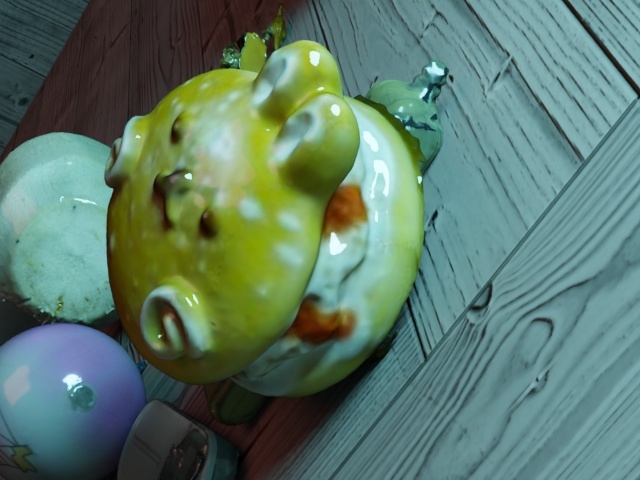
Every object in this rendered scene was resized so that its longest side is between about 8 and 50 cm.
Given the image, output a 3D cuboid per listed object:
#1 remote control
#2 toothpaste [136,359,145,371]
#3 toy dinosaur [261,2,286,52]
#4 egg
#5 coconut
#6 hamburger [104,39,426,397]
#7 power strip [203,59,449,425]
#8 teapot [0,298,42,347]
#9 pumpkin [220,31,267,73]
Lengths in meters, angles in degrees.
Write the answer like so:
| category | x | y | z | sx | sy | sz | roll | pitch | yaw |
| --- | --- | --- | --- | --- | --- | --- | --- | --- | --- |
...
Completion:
| category | x | y | z | sx | sy | sz | roll | pitch | yaw |
| --- | --- | --- | --- | --- | --- | --- | --- | --- | --- |
| remote control | -0.143 | 0.219 | 1.220 | 0.104 | 0.052 | 0.247 | -67 | 22 | -5 |
| toothpaste | -0.241 | 0.172 | 1.545 | 0.083 | 0.019 | 0.027 | -38 | 15 | 40 |
| toy dinosaur | -0.058 | -0.261 | 1.610 | 0.041 | 0.026 | 0.113 | -45 | 31 | 47 |
| egg | -0.305 | 0.191 | 1.425 | 0.271 | 0.196 | 0.196 | -10 | 55 | 53 |
| coconut | -0.325 | -0.012 | 1.640 | 0.245 | 0.245 | 0.247 | -59 | 22 | 11 |
| hamburger | -0.050 | -0.018 | 1.003 | 0.302 | 0.186 | 0.261 | -28 | 60 | 37 |
| power strip | 0.000 | 0.000 | 1.131 | 0.387 | 0.066 | 0.092 | -56 | 25 | 17 |
| teapot | -0.540 | 0.104 | 1.942 | 0.424 | 0.280 | 0.252 | -43 | 28 | 44 |
| pumpkin | -0.103 | -0.223 | 1.613 | 0.074 | 0.054 | 0.083 | 157 | 124 | -65 |
